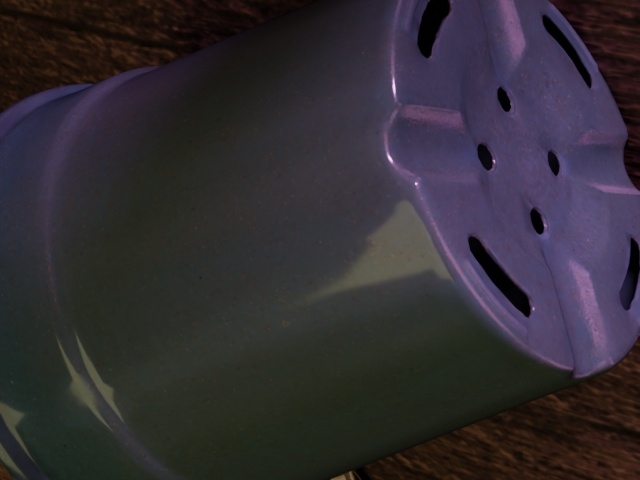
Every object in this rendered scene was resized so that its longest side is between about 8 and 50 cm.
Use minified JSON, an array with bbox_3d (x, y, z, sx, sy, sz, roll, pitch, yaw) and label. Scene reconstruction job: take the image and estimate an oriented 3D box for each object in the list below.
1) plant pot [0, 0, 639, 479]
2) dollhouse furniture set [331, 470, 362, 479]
[{"bbox_3d":[0.000,0.000,0.853,0.334,0.341,0.341,-23,105,37],"label":"plant pot"},{"bbox_3d":[-0.025,0.209,1.233,0.152,0.058,0.076,-17,103,24],"label":"dollhouse furniture set"}]
